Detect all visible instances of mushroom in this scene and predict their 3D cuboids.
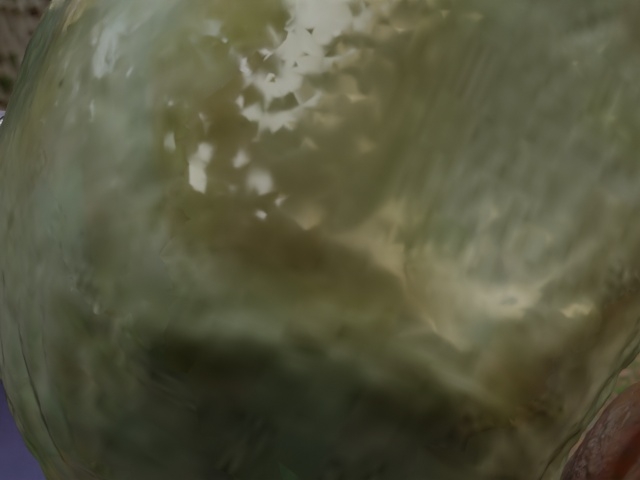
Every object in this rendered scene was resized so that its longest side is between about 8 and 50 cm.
[{"bbox_3d":[-0.002,-0.006,0.390,0.267,0.189,0.164,-24,32,30],"label":"mushroom"}]

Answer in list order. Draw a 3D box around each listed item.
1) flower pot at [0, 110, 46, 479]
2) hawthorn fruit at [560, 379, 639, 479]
[{"bbox_3d":[-0.222,0.026,1.015,0.265,0.265,0.243,-20,27,17],"label":"flower pot"},{"bbox_3d":[0.132,0.111,0.491,0.189,0.149,0.149,-7,-2,5],"label":"hawthorn fruit"}]
